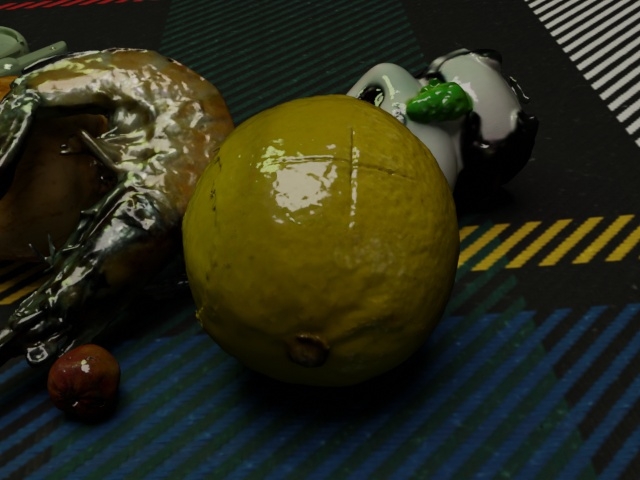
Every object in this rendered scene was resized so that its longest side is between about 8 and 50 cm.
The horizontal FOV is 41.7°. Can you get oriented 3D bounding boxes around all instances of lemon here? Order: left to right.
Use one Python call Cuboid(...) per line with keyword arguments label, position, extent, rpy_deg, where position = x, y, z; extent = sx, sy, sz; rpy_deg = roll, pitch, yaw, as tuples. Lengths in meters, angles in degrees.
Cuboid(label="lemon", position=(0.000, 0.000, 0.854), extent=(0.297, 0.297, 0.297), rpy_deg=(-2, 35, 1))

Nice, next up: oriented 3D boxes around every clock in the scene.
Cuboid(label="clock", position=(-0.623, -0.293, 1.478), extent=(0.324, 0.109, 0.265), rpy_deg=(20, 41, 30))

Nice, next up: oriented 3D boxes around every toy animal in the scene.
Cuboid(label="toy animal", position=(0.137, -0.138, 1.107), extent=(0.266, 0.213, 0.212), rpy_deg=(-18, 37, -26))

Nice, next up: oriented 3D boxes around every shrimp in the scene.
Cuboid(label="shrimp", position=(-0.273, -0.044, 0.925), extent=(0.272, 0.085, 0.445), rpy_deg=(33, 65, -6))
Cuboid(label="shrimp", position=(-0.173, 0.025, 1.018), extent=(0.232, 0.079, 0.090), rpy_deg=(-6, 70, -9))

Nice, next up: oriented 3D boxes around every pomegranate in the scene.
Cuboid(label="pomegranate", position=(-0.366, -0.092, 1.062), extent=(0.248, 0.248, 0.248), rpy_deg=(-2, 35, 1))

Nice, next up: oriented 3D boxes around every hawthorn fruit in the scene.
Cuboid(label="hawthorn fruit", position=(-0.239, 0.142, 0.854), extent=(0.077, 0.077, 0.077), rpy_deg=(-2, 35, 1))
